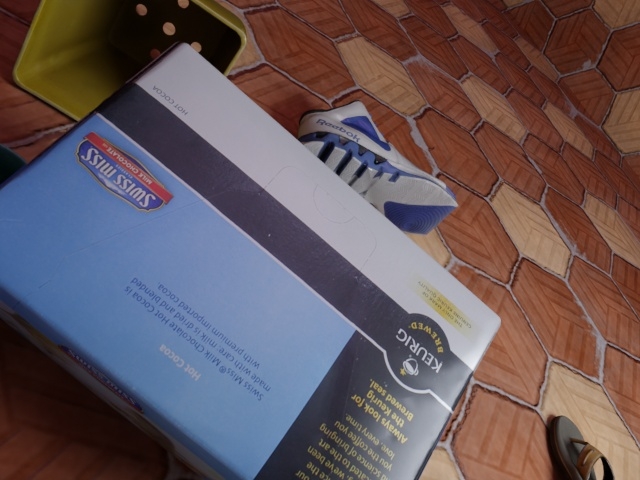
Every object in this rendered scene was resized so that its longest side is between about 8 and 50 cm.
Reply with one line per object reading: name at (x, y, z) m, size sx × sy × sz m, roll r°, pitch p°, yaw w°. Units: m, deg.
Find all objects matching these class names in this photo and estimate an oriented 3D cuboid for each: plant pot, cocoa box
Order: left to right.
plant pot at (-0.224, -0.259, 0.722) m, size 0.212 × 0.212 × 0.187 m, roll 32°, pitch 28°, yaw -16°
cocoa box at (-0.078, 0.065, 0.481) m, size 0.347 × 0.231 × 0.228 m, roll 41°, pitch 61°, yaw -5°

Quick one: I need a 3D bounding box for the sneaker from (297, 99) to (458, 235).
sneaker at (0.088, -0.145, 0.943) m, size 0.316 × 0.127 × 0.182 m, roll 21°, pitch 46°, yaw -24°

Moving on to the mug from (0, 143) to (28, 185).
mug at (-0.312, -0.014, 0.493) m, size 0.158 × 0.097 × 0.129 m, roll 25°, pitch 42°, yaw -25°

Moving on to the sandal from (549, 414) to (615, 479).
sandal at (0.399, 0.346, 0.816) m, size 0.090 × 0.060 × 0.219 m, roll 44°, pitch 25°, yaw -8°
